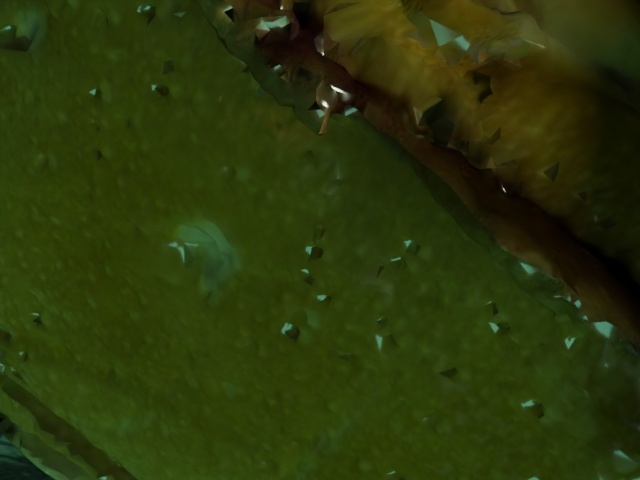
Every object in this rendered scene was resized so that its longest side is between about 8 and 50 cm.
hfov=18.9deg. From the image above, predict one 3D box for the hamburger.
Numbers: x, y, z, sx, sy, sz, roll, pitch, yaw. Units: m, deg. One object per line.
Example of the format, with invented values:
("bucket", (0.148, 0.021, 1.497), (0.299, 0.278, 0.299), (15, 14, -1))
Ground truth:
("hamburger", (0.006, 0.002, 0.640), (0.304, 0.174, 0.284), (36, 148, 1))
